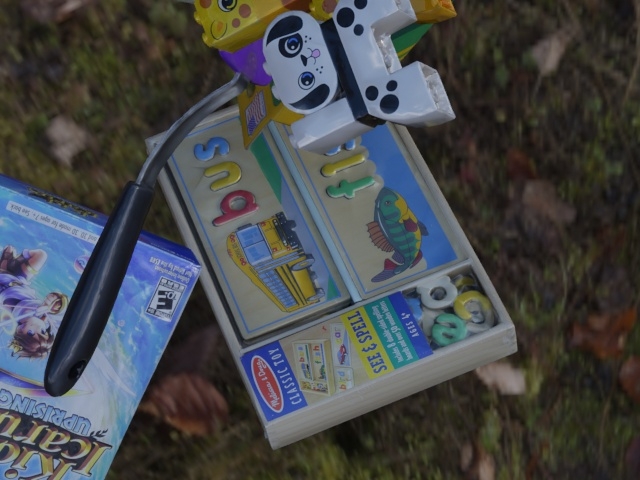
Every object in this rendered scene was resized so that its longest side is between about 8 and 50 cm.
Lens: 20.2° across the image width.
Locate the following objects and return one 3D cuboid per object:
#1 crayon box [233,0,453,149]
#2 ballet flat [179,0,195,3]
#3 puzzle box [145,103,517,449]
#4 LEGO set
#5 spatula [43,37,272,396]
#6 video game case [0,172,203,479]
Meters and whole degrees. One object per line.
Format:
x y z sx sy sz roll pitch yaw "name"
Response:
0.024 -0.254 1.839 0.083 0.323 0.203 15 47 -30 "crayon box"
-0.170 -0.272 1.558 0.086 0.248 0.086 -11 61 20 "ballet flat"
0.000 0.000 1.890 0.272 0.052 0.409 -22 54 -6 "puzzle box"
-0.022 -0.124 0.672 0.093 0.087 0.227 -26 75 20 "LEGO set"
-0.081 -0.047 0.994 0.030 0.084 0.296 29 89 22 "spatula"
-0.268 0.076 1.471 0.269 0.061 0.244 22 99 -20 "video game case"
